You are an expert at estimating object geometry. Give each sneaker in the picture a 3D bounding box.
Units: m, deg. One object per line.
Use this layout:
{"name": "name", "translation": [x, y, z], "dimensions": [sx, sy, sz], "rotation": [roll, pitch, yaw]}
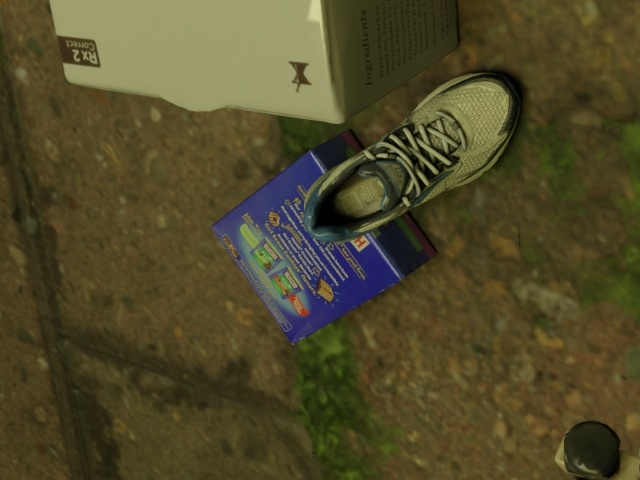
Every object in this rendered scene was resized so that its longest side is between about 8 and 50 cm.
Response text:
{"name": "sneaker", "translation": [0.046, -0.037, 0.672], "dimensions": [0.135, 0.058, 0.052], "rotation": [-37, 91, 18]}

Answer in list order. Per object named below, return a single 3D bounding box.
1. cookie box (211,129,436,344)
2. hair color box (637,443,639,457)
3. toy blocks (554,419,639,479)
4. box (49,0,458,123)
{"name": "cookie box", "translation": [0.000, 0.000, 0.765], "dimensions": [0.107, 0.040, 0.092], "rotation": [-33, 92, 45]}
{"name": "hair color box", "translation": [0.248, -0.028, 0.506], "dimensions": [0.174, 0.105, 0.347], "rotation": [22, 127, 27]}
{"name": "toy blocks", "translation": [0.199, 0.273, 0.531], "dimensions": [0.289, 0.260, 0.309], "rotation": [21, 167, 29]}
{"name": "box", "translation": [-0.041, -0.169, 0.644], "dimensions": [0.181, 0.119, 0.181], "rotation": [12, 122, 33]}
